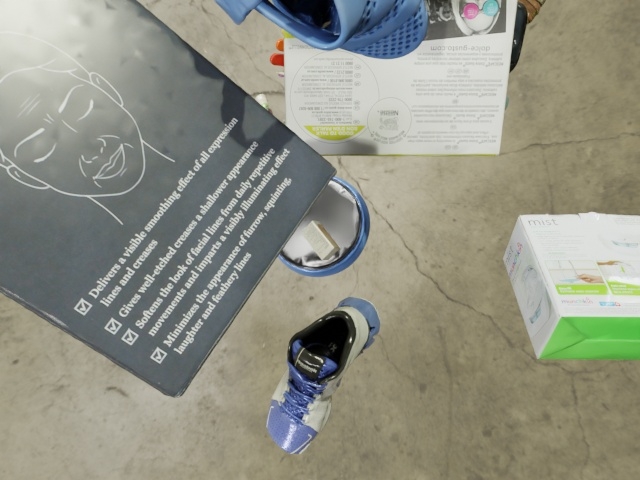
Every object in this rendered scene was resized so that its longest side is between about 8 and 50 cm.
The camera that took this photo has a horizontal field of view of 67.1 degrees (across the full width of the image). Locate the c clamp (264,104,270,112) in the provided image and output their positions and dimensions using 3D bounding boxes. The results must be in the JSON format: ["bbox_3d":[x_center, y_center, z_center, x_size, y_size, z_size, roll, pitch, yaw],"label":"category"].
[{"bbox_3d":[-0.203,-0.415,1.657,0.022,0.160,0.137,25,89,-19],"label":"c clamp"}]

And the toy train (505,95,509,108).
[{"bbox_3d":[0.429,-0.454,1.502,0.190,0.334,0.142,27,102,-22],"label":"toy train"}]

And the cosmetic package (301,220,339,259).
[{"bbox_3d":[0.000,0.000,1.477,0.060,0.041,0.115,-46,67,22],"label":"cosmetic package"}]

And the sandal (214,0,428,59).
[{"bbox_3d":[-0.002,-0.232,0.457,0.126,0.317,0.138,-31,66,40],"label":"sandal"}]

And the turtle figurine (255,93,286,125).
[{"bbox_3d":[-0.196,-0.406,1.867,0.198,0.274,0.266,-42,69,34],"label":"turtle figurine"}]

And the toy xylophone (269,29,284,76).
[{"bbox_3d":[-0.036,-0.710,1.691,0.081,0.236,0.323,44,122,33],"label":"toy xylophone"}]

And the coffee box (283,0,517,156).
[{"bbox_3d":[0.105,-0.330,0.844,0.338,0.338,0.335,-1,108,-2],"label":"coffee box"}]

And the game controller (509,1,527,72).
[{"bbox_3d":[0.317,-0.469,1.138,0.319,0.067,0.167,16,90,40],"label":"game controller"}]

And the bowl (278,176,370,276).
[{"bbox_3d":[-0.013,-0.061,1.787,0.391,0.077,0.391,-2,82,12],"label":"bowl"}]

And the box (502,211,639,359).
[{"bbox_3d":[0.481,0.072,0.824,0.261,0.231,0.127,0,134,0],"label":"box"}]

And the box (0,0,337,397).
[{"bbox_3d":[-0.240,-0.071,0.537,0.395,0.212,0.293,39,73,-14],"label":"box"}]

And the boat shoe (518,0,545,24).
[{"bbox_3d":[0.658,-0.897,1.744,0.307,0.111,0.104,30,107,-1],"label":"boat shoe"}]

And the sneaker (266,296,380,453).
[{"bbox_3d":[-0.021,0.239,0.876,0.127,0.182,0.316,33,96,21],"label":"sneaker"}]
